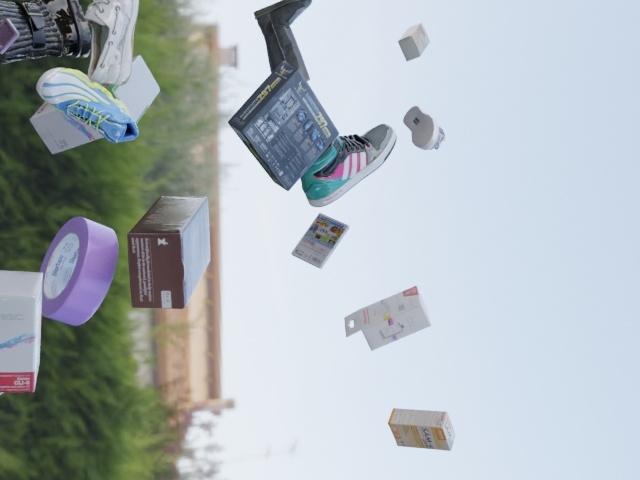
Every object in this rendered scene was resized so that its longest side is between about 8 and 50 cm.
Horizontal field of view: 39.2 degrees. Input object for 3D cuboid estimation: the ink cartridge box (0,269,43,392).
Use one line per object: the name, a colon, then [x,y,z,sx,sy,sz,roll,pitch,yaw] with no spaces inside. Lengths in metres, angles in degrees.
ink cartridge box: [-0.542,0.150,1.522,0.128,0.127,0.176,-123,-142,-68]

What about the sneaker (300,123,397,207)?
sneaker: [0.052,-0.238,2.234,0.123,0.295,0.178,30,-24,47]

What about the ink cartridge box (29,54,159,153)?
ink cartridge box: [-0.592,-0.357,2.364,0.117,0.278,0.201,62,28,-30]

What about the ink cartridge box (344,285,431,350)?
ink cartridge box: [0.160,0.195,2.170,0.115,0.198,0.067,-91,156,-69]

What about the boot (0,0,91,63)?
boot: [-0.773,-0.611,2.346,0.348,0.260,0.131,61,-39,24]

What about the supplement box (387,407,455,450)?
supplement box: [0.169,0.315,1.495,0.036,0.098,0.062,-62,139,-43]

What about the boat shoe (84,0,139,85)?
boat shoe: [-0.450,-0.472,1.905,0.098,0.096,0.277,10,-81,50]

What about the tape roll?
tape roll: [-0.639,0.080,2.349,0.274,0.090,0.275,-28,-129,41]

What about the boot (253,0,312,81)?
boot: [-0.070,-0.504,2.285,0.189,0.076,0.209,-14,-85,36]

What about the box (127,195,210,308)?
box: [-0.374,0.022,2.263,0.381,0.143,0.191,-88,178,-75]

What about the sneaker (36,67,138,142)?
sneaker: [-0.453,-0.267,1.813,0.126,0.240,0.091,40,-79,32]

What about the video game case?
video game case: [0.000,0.000,2.055,0.087,0.122,0.011,25,-19,30]

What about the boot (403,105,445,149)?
boot: [0.241,-0.228,1.935,0.069,0.086,0.190,-48,-157,18]

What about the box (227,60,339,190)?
box: [-0.075,-0.244,1.943,0.059,0.183,0.233,35,-10,38]

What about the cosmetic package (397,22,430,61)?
cosmetic package: [0.238,-0.505,2.280,0.060,0.041,0.115,62,31,-21]

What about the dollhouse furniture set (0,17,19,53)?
dollhouse furniture set: [-0.506,-0.308,1.264,0.114,0.091,0.081,52,12,18]
